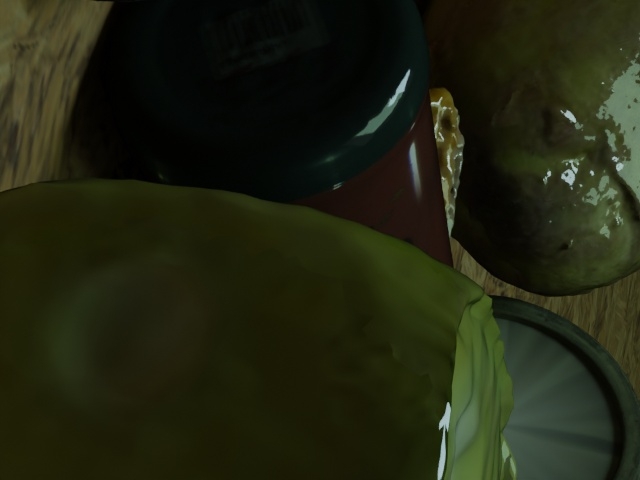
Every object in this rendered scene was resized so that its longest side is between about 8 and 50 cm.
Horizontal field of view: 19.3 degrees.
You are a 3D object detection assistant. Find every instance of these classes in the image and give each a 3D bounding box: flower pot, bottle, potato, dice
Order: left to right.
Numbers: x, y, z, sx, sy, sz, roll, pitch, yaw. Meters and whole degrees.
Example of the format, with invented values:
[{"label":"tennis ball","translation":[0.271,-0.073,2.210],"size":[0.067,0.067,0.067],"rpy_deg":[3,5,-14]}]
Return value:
[{"label":"dice","translation":[-0.054,0.126,0.693],"size":[0.238,0.227,0.233],"rpy_deg":[68,34,-61]},{"label":"bottle","translation":[0.000,0.000,0.952],"size":[0.336,0.144,0.144],"rpy_deg":[73,31,-57]},{"label":"flower pot","translation":[0.115,0.182,1.343],"size":[0.202,0.212,0.212],"rpy_deg":[90,18,-49]},{"label":"potato","translation":[0.165,-0.113,1.307],"size":[0.237,0.301,0.288],"rpy_deg":[-21,81,-42]}]

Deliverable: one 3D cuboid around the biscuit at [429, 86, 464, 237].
[{"label":"biscuit","translation":[0.026,0.091,1.157],"size":[0.094,0.054,0.378],"rpy_deg":[13,-85,64]}]
